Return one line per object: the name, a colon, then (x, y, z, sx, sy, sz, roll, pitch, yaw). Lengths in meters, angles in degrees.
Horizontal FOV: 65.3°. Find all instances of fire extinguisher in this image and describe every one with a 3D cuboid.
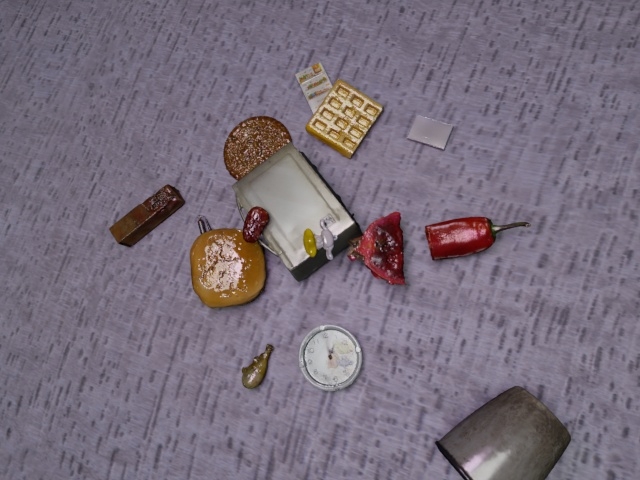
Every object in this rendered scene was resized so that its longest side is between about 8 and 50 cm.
fire extinguisher: (-0.472, -0.063, 2.027, 0.046, 0.032, 0.100, -19, 81, 19)

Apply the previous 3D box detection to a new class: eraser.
eraser: (0.420, -0.412, 1.914, 0.151, 0.023, 0.103, 22, 83, 16)

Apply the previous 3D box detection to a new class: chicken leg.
chicken leg: (-0.234, 0.463, 1.854, 0.093, 0.070, 0.178, 26, 78, 22)

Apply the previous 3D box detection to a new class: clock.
clock: (0.037, 0.422, 1.807, 0.237, 0.053, 0.236, -3, 79, 14)

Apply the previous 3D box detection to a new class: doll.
doll: (-0.002, -0.007, 1.648, 0.113, 0.071, 0.135, 10, 77, 5)

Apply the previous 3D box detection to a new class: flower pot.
flower pot: (0.571, 0.638, 1.534, 0.330, 0.293, 0.293, -40, 73, -3)

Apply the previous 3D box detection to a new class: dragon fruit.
dragon fruit: (0.193, 0.032, 1.784, 0.212, 0.134, 0.261, 5, 78, -15)

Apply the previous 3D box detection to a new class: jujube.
jujube: (-0.223, -0.052, 1.699, 0.077, 0.077, 0.129, 22, 95, 15)

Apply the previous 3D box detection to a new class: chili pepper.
chili pepper: (0.545, -0.021, 1.751, 0.339, 0.131, 0.134, -14, 51, 13)

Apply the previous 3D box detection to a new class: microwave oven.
microwave oven: (-0.087, -0.097, 1.842, 0.333, 0.247, 0.394, -36, 74, 1)

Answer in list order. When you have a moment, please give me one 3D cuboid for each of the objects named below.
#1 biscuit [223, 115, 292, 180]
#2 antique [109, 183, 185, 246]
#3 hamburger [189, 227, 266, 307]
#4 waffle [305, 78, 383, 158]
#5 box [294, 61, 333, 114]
biscuit: (-0.259, -0.370, 2.041, 0.306, 0.038, 0.305, -2, 78, 11)
antique: (-0.708, -0.104, 2.054, 0.310, 0.093, 0.087, -38, 74, 2)
hamburger: (-0.349, 0.100, 1.902, 0.285, 0.174, 0.304, -6, 84, -1)
waffle: (0.094, -0.479, 1.962, 0.221, 0.055, 0.247, 33, 88, 5)
box: (-0.008, -0.610, 2.040, 0.122, 0.032, 0.220, -25, 75, 5)
